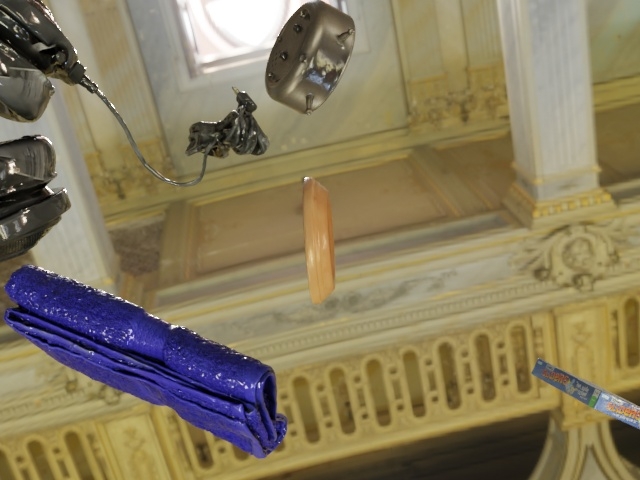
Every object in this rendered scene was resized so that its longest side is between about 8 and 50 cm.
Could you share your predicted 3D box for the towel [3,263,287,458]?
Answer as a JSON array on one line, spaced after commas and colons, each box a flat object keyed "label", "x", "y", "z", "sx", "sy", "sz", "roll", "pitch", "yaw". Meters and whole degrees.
[{"label": "towel", "x": -0.190, "y": 0.146, "z": 0.909, "sx": 0.308, "sy": 0.227, "sz": 0.076, "roll": 21, "pitch": -116, "yaw": 14}]

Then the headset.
[{"label": "headset", "x": -0.246, "y": -0.093, "z": 0.619, "sx": 0.394, "sy": 0.243, "sz": 0.185, "roll": 3, "pitch": -177, "yaw": -31}]

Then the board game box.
[{"label": "board game box", "x": 0.489, "y": 0.277, "z": 1.473, "sx": 0.136, "sy": 0.035, "sz": 0.201, "roll": 25, "pitch": -179, "yaw": -19}]

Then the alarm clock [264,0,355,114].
[{"label": "alarm clock", "x": -0.023, "y": -0.228, "z": 0.993, "sx": 0.064, "sy": 0.129, "sz": 0.192, "roll": 23, "pitch": -166, "yaw": -23}]

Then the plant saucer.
[{"label": "plant saucer", "x": 0.000, "y": 0.000, "z": 1.286, "sx": 0.037, "sy": 0.199, "sz": 0.200, "roll": -3, "pitch": -156, "yaw": 4}]
